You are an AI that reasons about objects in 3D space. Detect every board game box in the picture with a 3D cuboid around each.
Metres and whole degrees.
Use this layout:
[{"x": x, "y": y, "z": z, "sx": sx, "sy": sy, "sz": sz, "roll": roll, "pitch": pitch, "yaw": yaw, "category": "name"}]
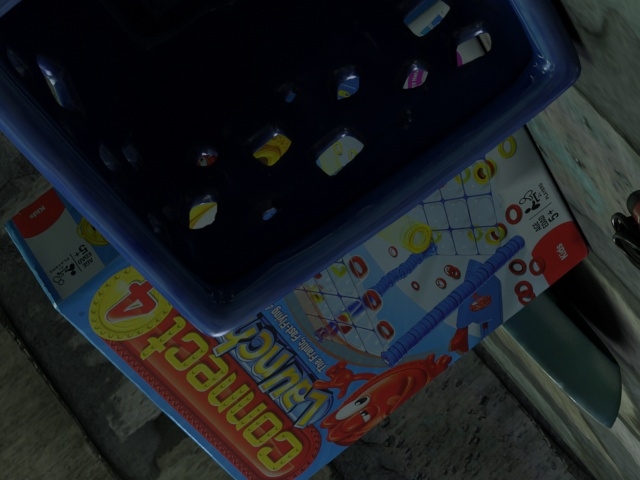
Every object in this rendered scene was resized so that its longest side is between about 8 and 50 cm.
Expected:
[{"x": 0.000, "y": 0.000, "z": 1.111, "sx": 0.086, "sy": 0.302, "sz": 0.308, "roll": 50, "pitch": 179, "yaw": 41, "category": "board game box"}]

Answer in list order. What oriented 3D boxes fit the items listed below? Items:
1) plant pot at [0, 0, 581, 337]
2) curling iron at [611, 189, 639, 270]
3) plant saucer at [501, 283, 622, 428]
[{"x": -0.049, "y": -0.136, "z": 0.818, "sx": 0.236, "sy": 0.236, "sz": 0.212, "roll": 52, "pitch": -175, "yaw": -40, "category": "plant pot"}, {"x": 0.213, "y": 0.041, "z": 0.787, "sx": 0.068, "sy": 0.035, "sz": 0.274, "roll": 47, "pitch": -179, "yaw": -27, "category": "curling iron"}, {"x": 0.154, "y": 0.025, "z": 1.404, "sx": 0.317, "sy": 0.043, "sz": 0.317, "roll": 48, "pitch": -173, "yaw": -8, "category": "plant saucer"}]
